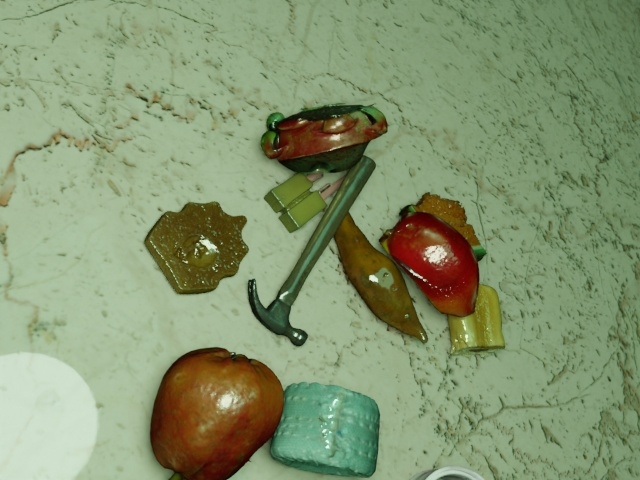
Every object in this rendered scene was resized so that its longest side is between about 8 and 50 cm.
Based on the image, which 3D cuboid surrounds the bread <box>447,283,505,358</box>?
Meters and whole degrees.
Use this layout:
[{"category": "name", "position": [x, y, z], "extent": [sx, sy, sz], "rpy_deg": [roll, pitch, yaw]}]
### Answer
[{"category": "bread", "position": [0.359, 0.188, 1.551], "extent": [0.134, 0.085, 0.173], "rpy_deg": [4, 72, -19]}]

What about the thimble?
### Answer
[{"category": "thimble", "position": [0.012, 0.354, 1.223], "extent": [0.198, 0.235, 0.143], "rpy_deg": [7, 67, 5]}]

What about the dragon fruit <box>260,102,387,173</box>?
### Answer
[{"category": "dragon fruit", "position": [0.007, -0.225, 1.421], "extent": [0.268, 0.295, 0.130], "rpy_deg": [-30, 117, -40]}]

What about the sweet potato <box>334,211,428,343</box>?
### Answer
[{"category": "sweet potato", "position": [0.123, 0.083, 1.449], "extent": [0.112, 0.112, 0.359], "rpy_deg": [-35, 87, -33]}]

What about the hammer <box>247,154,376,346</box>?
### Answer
[{"category": "hammer", "position": [0.000, 0.000, 1.401], "extent": [0.168, 0.044, 0.440], "rpy_deg": [38, 70, -17]}]

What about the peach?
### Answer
[{"category": "peach", "position": [0.261, 0.052, 1.443], "extent": [0.159, 0.154, 0.267], "rpy_deg": [-40, 83, 12]}]

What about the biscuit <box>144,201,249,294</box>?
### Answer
[{"category": "biscuit", "position": [-0.234, 0.005, 1.327], "extent": [0.215, 0.034, 0.182], "rpy_deg": [-33, 91, -35]}]

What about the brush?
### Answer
[{"category": "brush", "position": [-0.011, -0.120, 1.485], "extent": [0.233, 0.047, 0.103], "rpy_deg": [-39, 93, -34]}]

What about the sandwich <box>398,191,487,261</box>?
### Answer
[{"category": "sandwich", "position": [0.285, -0.029, 1.600], "extent": [0.235, 0.079, 0.159], "rpy_deg": [15, 56, -27]}]

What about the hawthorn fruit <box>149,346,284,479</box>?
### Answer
[{"category": "hawthorn fruit", "position": [-0.194, 0.316, 1.146], "extent": [0.224, 0.224, 0.261], "rpy_deg": [27, 77, -18]}]

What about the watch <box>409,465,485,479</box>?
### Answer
[{"category": "watch", "position": [0.290, 0.560, 1.333], "extent": [0.248, 0.211, 0.217], "rpy_deg": [-24, 77, -24]}]
